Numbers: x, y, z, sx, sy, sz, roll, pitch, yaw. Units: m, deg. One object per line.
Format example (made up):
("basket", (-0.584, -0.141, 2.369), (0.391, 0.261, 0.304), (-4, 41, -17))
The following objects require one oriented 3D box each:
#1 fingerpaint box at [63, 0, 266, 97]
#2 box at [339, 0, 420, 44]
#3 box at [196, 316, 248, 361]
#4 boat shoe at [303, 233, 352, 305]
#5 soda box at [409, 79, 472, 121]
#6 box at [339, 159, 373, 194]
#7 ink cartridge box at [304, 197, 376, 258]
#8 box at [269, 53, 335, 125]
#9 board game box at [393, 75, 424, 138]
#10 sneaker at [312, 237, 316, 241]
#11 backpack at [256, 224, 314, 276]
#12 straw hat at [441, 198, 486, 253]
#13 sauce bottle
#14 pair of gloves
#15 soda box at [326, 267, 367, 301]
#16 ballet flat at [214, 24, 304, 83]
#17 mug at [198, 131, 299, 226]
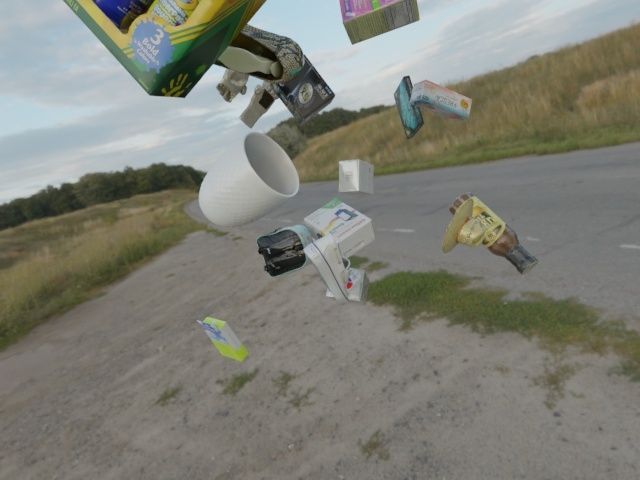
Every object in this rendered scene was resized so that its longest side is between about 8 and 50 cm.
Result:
("fingerpaint box", (-0.377, -0.610, 0.883), (0.371, 0.444, 0.163), (-39, 6, 20))
("box", (0.190, -0.823, 1.377), (0.243, 0.213, 0.117), (-12, -17, 17))
("box", (-0.328, 0.325, 1.367), (0.109, 0.178, 0.042), (2, 39, 40))
("boat shoe", (0.038, 0.072, 0.917), (0.076, 0.226, 0.083), (-35, 53, -5))
("soda box", (0.360, -0.414, 1.215), (0.183, 0.062, 0.058), (12, 0, -23))
("box", (0.153, -0.262, 1.716), (0.091, 0.129, 0.171), (1, 1, 28))
("ink cartridge box", (0.067, -0.043, 1.439), (0.154, 0.093, 0.212), (-34, 43, -17))
("box", (-0.064, -0.523, 1.418), (0.147, 0.180, 0.077), (-39, 6, -10))
("board game box", (0.316, -0.477, 1.472), (0.026, 0.186, 0.126), (-13, -9, -9))
("sneaker", (0.000, 0.001, 2.239), (0.152, 0.058, 0.085), (31, 31, 14))
("backpack", (-0.108, 0.031, 1.445), (0.189, 0.165, 0.144), (-19, -1, 37))
("straw hat", (0.336, -0.018, 0.917), (0.061, 0.144, 0.145), (29, 38, 31))
("sauce bottle", (0.606, -0.028, 1.430), (0.112, 0.111, 0.344), (-22, 55, -25))
("pair of gloves", (-0.279, -0.588, 1.598), (0.042, 0.240, 0.204), (29, 76, 43))
("soda box", (0.088, 0.141, 1.225), (0.098, 0.091, 0.286), (8, -10, 10))
("ballet flat", (-0.289, -0.574, 1.190), (0.483, 0.163, 0.182), (20, 42, 4))
("mug", (-0.296, -0.239, 1.564), (0.328, 0.276, 0.373), (-32, 47, 29))
